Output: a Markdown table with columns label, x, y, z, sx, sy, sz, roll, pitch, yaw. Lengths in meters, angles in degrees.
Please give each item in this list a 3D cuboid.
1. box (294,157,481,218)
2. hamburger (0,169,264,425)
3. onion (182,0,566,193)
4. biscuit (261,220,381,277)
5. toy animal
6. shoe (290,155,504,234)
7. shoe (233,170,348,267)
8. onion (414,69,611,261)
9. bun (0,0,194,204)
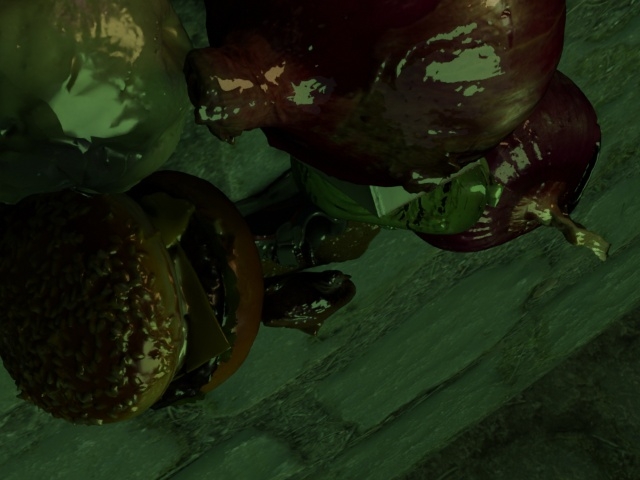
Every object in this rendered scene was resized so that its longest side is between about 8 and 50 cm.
| label | x | y | z | sx | sy | sz | roll | pitch | yaw |
| --- | --- | --- | --- | --- | --- | --- | --- | --- | --- |
| box | 0.052 | -0.124 | 1.415 | 0.129 | 0.225 | 0.086 | -29 | 124 | -16 |
| hamburger | -0.218 | 0.064 | 1.411 | 0.225 | 0.291 | 0.291 | -13 | 148 | -50 |
| onion | 0.015 | -0.186 | 1.139 | 0.385 | 0.348 | 0.348 | -34 | 160 | -40 |
| biscuit | 0.002 | -0.007 | 1.864 | 0.236 | 0.026 | 0.131 | -10 | 144 | -43 |
| toy animal | -0.040 | 0.084 | 1.884 | 0.188 | 0.089 | 0.179 | -11 | 165 | -7 |
| shoe | 0.087 | -0.075 | 1.580 | 0.128 | 0.262 | 0.140 | -7 | 110 | -61 |
| shoe | -0.050 | 0.000 | 1.691 | 0.227 | 0.125 | 0.099 | -35 | 159 | -6 |
| onion | 0.212 | -0.113 | 1.706 | 0.230 | 0.272 | 0.256 | -9 | 109 | -39 |
| bun | -0.235 | -0.125 | 1.118 | 0.272 | 0.168 | 0.273 | -4 | 149 | -2 |
